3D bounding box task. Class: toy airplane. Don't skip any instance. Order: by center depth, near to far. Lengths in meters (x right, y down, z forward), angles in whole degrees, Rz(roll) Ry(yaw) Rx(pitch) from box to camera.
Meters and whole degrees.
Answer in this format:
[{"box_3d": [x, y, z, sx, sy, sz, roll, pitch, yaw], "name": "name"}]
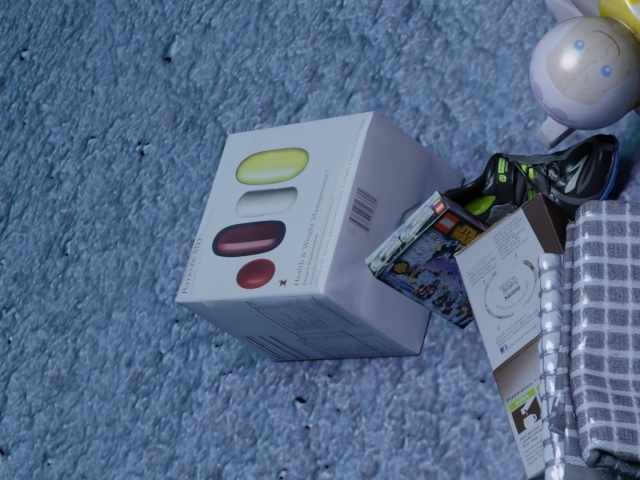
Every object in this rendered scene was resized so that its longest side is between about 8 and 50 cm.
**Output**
[{"box_3d": [0.253, -0.165, 1.437, 0.386, 0.384, 0.272, 19, 45, 43], "name": "toy airplane"}]

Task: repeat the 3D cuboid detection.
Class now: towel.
[{"box_3d": [0.299, 0.093, 1.301, 0.121, 0.283, 0.235, 98, 177, -60], "name": "towel"}]

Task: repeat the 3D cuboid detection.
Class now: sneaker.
[{"box_3d": [0.190, -0.048, 1.666, 0.188, 0.078, 0.067, -23, 49, 35], "name": "sneaker"}]

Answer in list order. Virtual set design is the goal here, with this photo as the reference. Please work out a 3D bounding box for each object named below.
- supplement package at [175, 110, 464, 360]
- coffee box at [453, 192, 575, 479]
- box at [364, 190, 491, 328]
[{"box_3d": [0.000, 0.000, 1.781, 0.203, 0.149, 0.194, -6, 60, 44], "name": "supplement package"}, {"box_3d": [0.213, 0.098, 1.487, 0.098, 0.141, 0.246, -38, 42, 23], "name": "coffee box"}, {"box_3d": [0.117, 0.019, 1.649, 0.094, 0.137, 0.027, -45, 45, 16], "name": "box"}]
